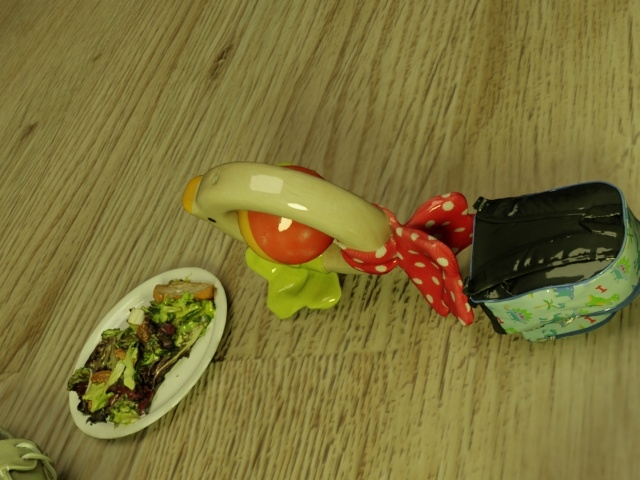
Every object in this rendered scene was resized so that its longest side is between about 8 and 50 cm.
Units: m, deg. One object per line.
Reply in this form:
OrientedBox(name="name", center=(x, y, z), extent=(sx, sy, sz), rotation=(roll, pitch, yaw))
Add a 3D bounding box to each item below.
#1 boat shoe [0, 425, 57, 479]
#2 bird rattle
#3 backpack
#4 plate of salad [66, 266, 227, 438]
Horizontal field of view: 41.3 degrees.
OrientedBox(name="boat shoe", center=(-0.294, 0.225, 0.780), extent=(0.302, 0.109, 0.094), rotation=(9, 58, 48))
OrientedBox(name="bird rattle", center=(0.000, 0.000, 0.687), extent=(0.254, 0.207, 0.143), rotation=(12, 80, 56))
OrientedBox(name="backpack", center=(0.173, 0.014, 0.605), extent=(0.114, 0.084, 0.105), rotation=(-16, 44, 35))
OrientedBox(name="plate of salad", center=(-0.180, 0.102, 0.849), extent=(0.200, 0.048, 0.199), rotation=(-22, 42, 22))
